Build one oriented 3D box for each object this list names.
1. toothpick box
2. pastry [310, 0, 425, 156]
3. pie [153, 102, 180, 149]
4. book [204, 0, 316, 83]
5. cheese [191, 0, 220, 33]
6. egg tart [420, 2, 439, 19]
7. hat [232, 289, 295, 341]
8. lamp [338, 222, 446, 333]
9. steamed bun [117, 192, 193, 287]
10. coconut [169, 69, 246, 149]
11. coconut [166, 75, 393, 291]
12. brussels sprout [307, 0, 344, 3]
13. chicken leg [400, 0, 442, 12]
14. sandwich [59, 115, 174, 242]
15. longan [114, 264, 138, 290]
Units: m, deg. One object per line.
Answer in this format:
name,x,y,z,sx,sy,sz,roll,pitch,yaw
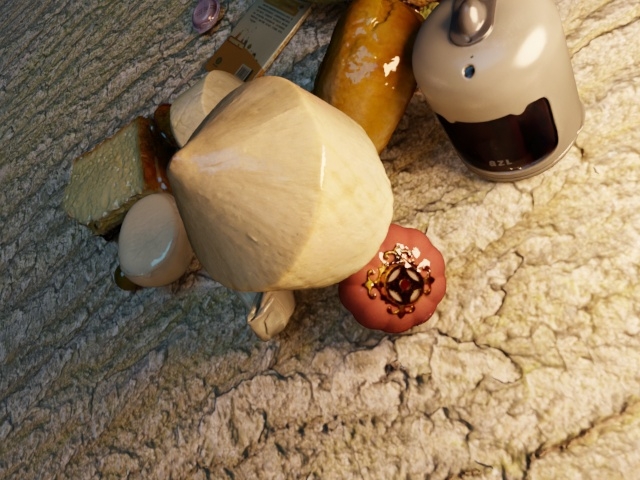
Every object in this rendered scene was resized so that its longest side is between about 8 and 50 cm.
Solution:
toothpick box,0.264,-0.254,0.770,0.229,0.316,0.228,-13,63,27
pastry,0.067,-0.278,0.925,0.356,0.164,0.355,-157,90,-79
pie,-0.393,-0.305,1.356,0.033,0.088,0.191,-53,47,40
book,-0.166,-0.530,1.344,0.295,0.020,0.208,-51,53,5
cheese,-0.333,-0.679,1.500,0.105,0.042,0.190,-16,62,25
egg tart,0.234,-0.437,1.014,0.197,0.078,0.197,-13,63,27
hat,-0.086,0.058,0.968,0.226,0.164,0.219,-50,33,5
lamp,0.114,0.061,0.843,0.182,0.140,0.181,0,92,-7
steamed bun,-0.368,0.003,1.184,0.177,0.130,0.228,-19,60,13
coconut,-0.219,-0.275,1.165,0.222,0.202,0.202,-21,61,30
coconut,-0.066,-0.068,0.706,0.329,0.329,0.328,-13,64,28
brussels sprout,0.025,-0.680,1.154,0.328,0.247,0.327,-2,85,30
chicken leg,0.240,-0.470,0.922,0.252,0.087,0.107,-2,57,8
sandwich,-0.529,-0.141,1.350,0.325,0.131,0.262,-29,59,17
longan,-0.471,0.087,1.263,0.083,0.075,0.075,145,138,-68
